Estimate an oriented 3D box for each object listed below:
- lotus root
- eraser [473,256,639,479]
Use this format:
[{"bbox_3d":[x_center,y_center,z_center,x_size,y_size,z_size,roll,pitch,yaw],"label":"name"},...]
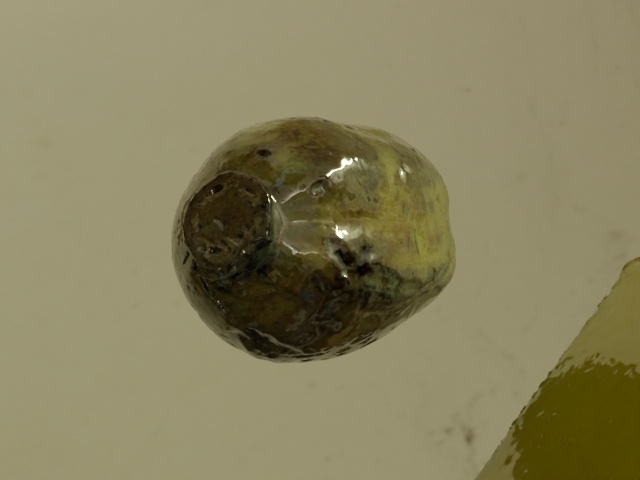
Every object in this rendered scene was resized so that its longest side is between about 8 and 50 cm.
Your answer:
[{"bbox_3d":[0.000,0.000,0.618,0.080,0.179,0.089,-8,-92,25],"label":"lotus root"},{"bbox_3d":[0.160,0.051,0.529,0.069,0.158,0.226,46,-19,-14],"label":"eraser"}]
